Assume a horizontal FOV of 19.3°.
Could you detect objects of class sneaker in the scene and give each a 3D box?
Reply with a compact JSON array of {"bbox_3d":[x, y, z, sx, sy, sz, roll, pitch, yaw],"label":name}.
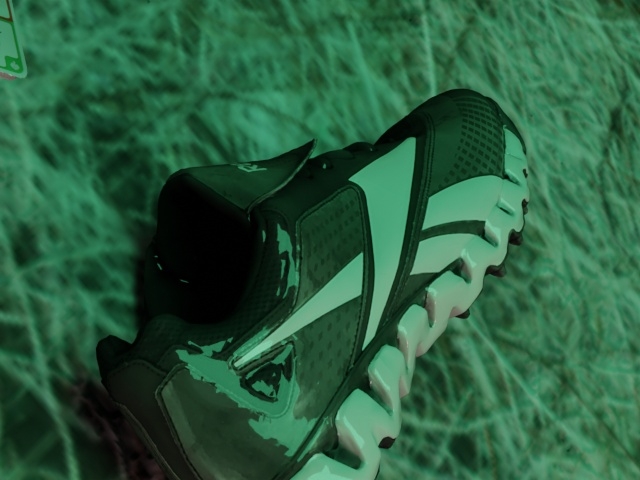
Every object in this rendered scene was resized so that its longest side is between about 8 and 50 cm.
[{"bbox_3d":[0.000,0.000,0.636,0.106,0.078,0.234,48,44,-15],"label":"sneaker"}]

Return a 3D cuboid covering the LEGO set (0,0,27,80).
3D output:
[{"bbox_3d":[-0.214,-0.130,0.549,0.244,0.060,0.182,14,45,-40],"label":"LEGO set"}]
